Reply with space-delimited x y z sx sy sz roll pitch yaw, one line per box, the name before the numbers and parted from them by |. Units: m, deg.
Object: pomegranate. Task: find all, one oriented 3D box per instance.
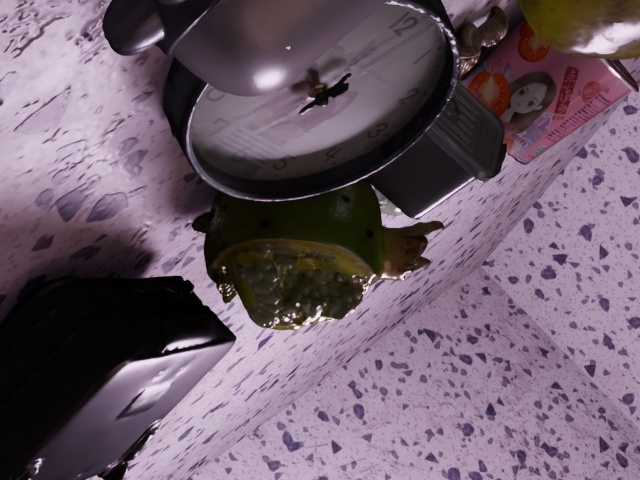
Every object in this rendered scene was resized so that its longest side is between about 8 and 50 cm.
pomegranate | 0.000 0.000 1.326 0.341 0.260 0.260 2 148 -17

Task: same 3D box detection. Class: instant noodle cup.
instant noodle cup | 0.387 -0.278 1.692 0.231 0.243 0.243 -41 168 23

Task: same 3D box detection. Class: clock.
clock | -0.005 -0.162 1.041 0.325 0.067 0.325 -17 150 -10

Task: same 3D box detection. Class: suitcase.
suitcase | -0.295 0.182 1.250 0.339 0.188 0.345 -45 164 14

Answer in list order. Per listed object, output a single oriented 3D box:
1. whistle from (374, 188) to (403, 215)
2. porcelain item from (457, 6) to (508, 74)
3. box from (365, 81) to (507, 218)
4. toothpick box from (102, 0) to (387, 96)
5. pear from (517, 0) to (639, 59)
whistle | 0.184 -0.129 1.830 0.244 0.092 0.110 -42 164 4
porcelain item | 0.218 -0.293 1.520 0.213 0.054 0.084 -38 167 -22
box | 0.112 -0.150 1.274 0.135 0.243 0.163 -42 -164 35
toothpick box | -0.027 -0.238 0.682 0.316 0.229 0.229 -41 166 -1
pear | 0.404 -0.402 1.146 0.413 0.352 0.352 -46 166 32
